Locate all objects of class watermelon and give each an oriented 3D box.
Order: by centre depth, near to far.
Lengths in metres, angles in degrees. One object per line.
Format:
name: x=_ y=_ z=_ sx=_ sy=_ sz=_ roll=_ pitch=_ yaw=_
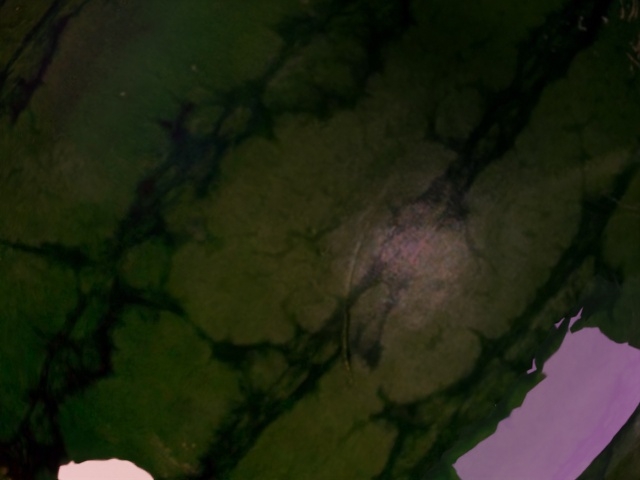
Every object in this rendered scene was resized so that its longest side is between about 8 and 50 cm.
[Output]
watermelon: x=0.000 y=0.000 z=0.732 sx=0.363 sy=0.363 sz=0.363 roll=-50 pitch=174 yaw=-7
